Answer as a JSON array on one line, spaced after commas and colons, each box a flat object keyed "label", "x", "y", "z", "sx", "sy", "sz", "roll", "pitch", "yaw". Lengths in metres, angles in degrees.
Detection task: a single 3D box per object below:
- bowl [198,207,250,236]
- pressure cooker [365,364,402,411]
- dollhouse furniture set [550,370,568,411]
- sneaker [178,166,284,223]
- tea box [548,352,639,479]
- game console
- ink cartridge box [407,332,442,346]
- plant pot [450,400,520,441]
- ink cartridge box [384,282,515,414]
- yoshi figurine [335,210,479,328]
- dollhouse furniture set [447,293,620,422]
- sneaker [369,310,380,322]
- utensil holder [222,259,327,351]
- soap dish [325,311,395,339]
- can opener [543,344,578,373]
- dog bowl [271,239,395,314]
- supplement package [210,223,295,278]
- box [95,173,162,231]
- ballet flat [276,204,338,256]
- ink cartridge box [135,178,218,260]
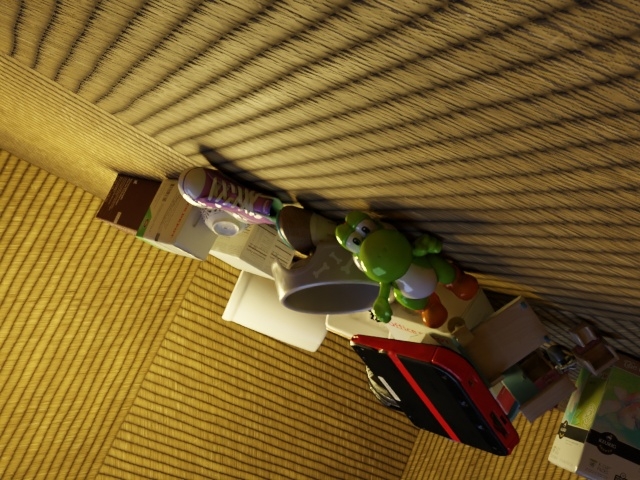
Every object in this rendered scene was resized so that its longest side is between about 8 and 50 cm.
[{"label": "bowl", "x": -0.255, "y": -0.062, "z": 1.736, "sx": 0.170, "sy": 0.080, "sz": 0.170, "roll": 0, "pitch": 147, "yaw": 0}, {"label": "pressure cooker", "x": 0.410, "y": 0.548, "z": 2.696, "sx": 0.376, "sy": 0.369, "sz": 0.420, "roll": 2, "pitch": 162, "yaw": 21}, {"label": "dollhouse furniture set", "x": 0.876, "y": 0.526, "z": 2.120, "sx": 0.374, "sy": 0.152, "sz": 0.201, "roll": 20, "pitch": 169, "yaw": 22}, {"label": "sneaker", "x": -0.204, "y": -0.111, "z": 1.573, "sx": 0.161, "sy": 0.102, "sz": 0.282, "roll": 9, "pitch": 172, "yaw": 44}, {"label": "tea box", "x": 0.828, "y": 0.501, "z": 1.636, "sx": 0.329, "sy": 0.323, "sz": 0.220, "roll": 22, "pitch": 170, "yaw": 7}, {"label": "game console", "x": 0.283, "y": 0.378, "z": 1.571, "sx": 0.342, "sy": 0.060, "sz": 0.386, "roll": 4, "pitch": 138, "yaw": 51}, {"label": "ink cartridge box", "x": 0.282, "y": 0.320, "z": 1.630, "sx": 0.143, "sy": 0.090, "sz": 0.092, "roll": 40, "pitch": 155, "yaw": -7}, {"label": "plant pot", "x": 0.475, "y": 0.462, "z": 2.196, "sx": 0.341, "sy": 0.341, "sz": 0.334, "roll": 27, "pitch": -172, "yaw": -15}, {"label": "ink cartridge box", "x": 0.370, "y": 0.281, "z": 1.761, "sx": 0.279, "sy": 0.160, "sz": 0.384, "roll": 11, "pitch": 146, "yaw": 49}, {"label": "yoshi figurine", "x": 0.187, "y": 0.071, "z": 1.376, "sx": 0.362, "sy": 0.203, "sz": 0.203, "roll": 33, "pitch": 150, "yaw": -31}, {"label": "dollhouse furniture set", "x": 0.479, "y": 0.220, "z": 1.521, "sx": 0.303, "sy": 0.286, "sz": 0.198, "roll": 50, "pitch": -175, "yaw": -15}, {"label": "sneaker", "x": 0.145, "y": 0.165, "z": 1.922, "sx": 0.296, "sy": 0.146, "sz": 0.105, "roll": 12, "pitch": 179, "yaw": 38}, {"label": "utensil holder", "x": -0.145, "y": 0.226, "z": 2.492, "sx": 0.386, "sy": 0.327, "sz": 0.327, "roll": 22, "pitch": 170, "yaw": -6}, {"label": "soap dish", "x": 0.166, "y": 0.219, "z": 2.043, "sx": 0.291, "sy": 0.228, "sz": 0.118, "roll": 15, "pitch": -177, "yaw": 41}, {"label": "can opener", "x": 0.724, "y": 0.366, "z": 1.957, "sx": 0.093, "sy": 0.074, "sz": 0.280, "roll": 57, "pitch": 174, "yaw": 13}, {"label": "dog bowl", "x": 0.046, "y": 0.107, "z": 1.640, "sx": 0.349, "sy": 0.102, "sz": 0.348, "roll": -3, "pitch": 159, "yaw": -1}, {"label": "supplement package", "x": -0.247, "y": 0.018, "z": 2.147, "sx": 0.262, "sy": 0.145, "sz": 0.204, "roll": 13, "pitch": 165, "yaw": 48}, {"label": "box", "x": -0.619, "y": -0.107, "z": 2.232, "sx": 0.381, "sy": 0.191, "sz": 0.143, "roll": 13, "pitch": 165, "yaw": 44}, {"label": "ballet flat", "x": 0.000, "y": 0.000, "z": 1.628, "sx": 0.124, "sy": 0.116, "sz": 0.342, "roll": -2, "pitch": 155, "yaw": 18}, {"label": "ink cartridge box", "x": -0.413, "y": -0.066, "z": 1.913, "sx": 0.122, "sy": 0.211, "sz": 0.289, "roll": 33, "pitch": 167, "yaw": -36}]
